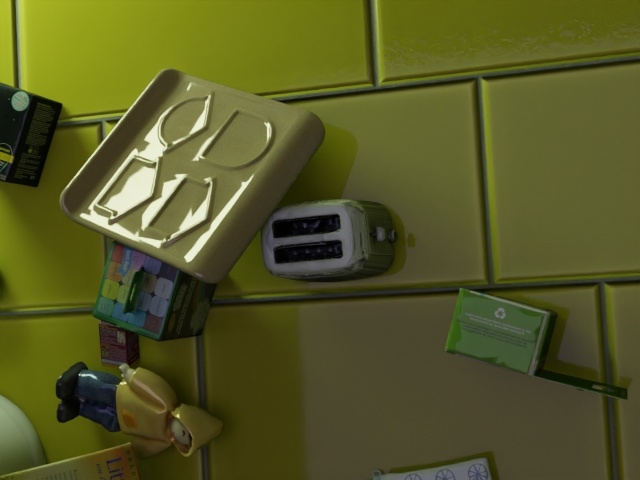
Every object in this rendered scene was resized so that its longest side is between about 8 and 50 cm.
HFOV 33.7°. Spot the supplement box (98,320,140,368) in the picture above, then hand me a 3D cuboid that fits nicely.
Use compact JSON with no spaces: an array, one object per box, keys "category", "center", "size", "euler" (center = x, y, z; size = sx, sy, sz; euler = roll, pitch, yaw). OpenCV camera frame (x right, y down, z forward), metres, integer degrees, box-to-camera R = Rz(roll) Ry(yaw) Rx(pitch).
[{"category":"supplement box","center":[-0.343,0.173,1.806],"size":[0.055,0.043,0.083],"euler":[9,113,18]}]

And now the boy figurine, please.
[{"category":"boy figurine","center":[-0.300,0.297,1.768],"size":[0.285,0.092,0.177],"euler":[16,115,19]}]

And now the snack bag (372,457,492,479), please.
[{"category":"snack bag","center":[0.130,0.520,1.650],"size":[0.342,0.037,0.323],"euler":[-12,83,19]}]

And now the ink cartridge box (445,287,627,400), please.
[{"category":"ink cartridge box","center":[0.327,0.148,1.534],"size":[0.255,0.189,0.097],"euler":[14,90,16]}]

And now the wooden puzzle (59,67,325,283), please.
[{"category":"wooden puzzle","center":[-0.202,-0.105,1.701],"size":[0.348,0.080,0.322],"euler":[23,69,31]}]

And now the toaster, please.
[{"category":"toaster","center":[0.000,0.000,1.664],"size":[0.227,0.146,0.129],"euler":[-4,86,17]}]

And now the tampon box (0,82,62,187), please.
[{"category":"tampon box","center":[-0.552,-0.191,1.870],"size":[0.120,0.101,0.161],"euler":[19,93,17]}]

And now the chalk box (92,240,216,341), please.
[{"category":"chalk box","center":[-0.273,0.080,1.712],"size":[0.132,0.213,0.132],"euler":[18,93,17]}]

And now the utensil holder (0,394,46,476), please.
[{"category":"utensil holder","center":[-0.689,0.423,1.739],"size":[0.327,0.385,0.328],"euler":[-1,88,17]}]

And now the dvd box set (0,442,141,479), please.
[{"category":"dvd box set","center":[-0.434,0.497,1.582],"size":[0.062,0.420,0.308],"euler":[-26,76,45]}]
